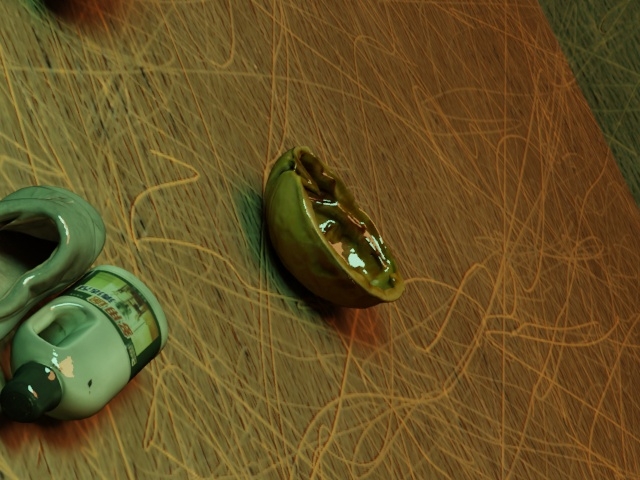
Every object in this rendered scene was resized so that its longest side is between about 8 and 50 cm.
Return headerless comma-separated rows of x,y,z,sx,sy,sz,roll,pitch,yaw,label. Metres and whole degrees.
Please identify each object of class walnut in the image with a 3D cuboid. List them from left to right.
-0.001,0.002,2.107,0.211,0.087,0.167,50,20,-23,walnut

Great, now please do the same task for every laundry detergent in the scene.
-0.209,0.097,1.639,0.099,0.070,0.225,57,26,-6,laundry detergent

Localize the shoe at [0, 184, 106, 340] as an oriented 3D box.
-0.249,0.001,1.610,0.103,0.100,0.251,33,32,3,shoe
